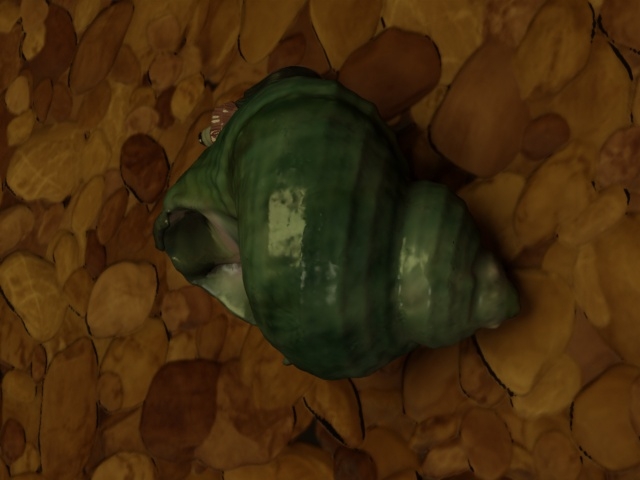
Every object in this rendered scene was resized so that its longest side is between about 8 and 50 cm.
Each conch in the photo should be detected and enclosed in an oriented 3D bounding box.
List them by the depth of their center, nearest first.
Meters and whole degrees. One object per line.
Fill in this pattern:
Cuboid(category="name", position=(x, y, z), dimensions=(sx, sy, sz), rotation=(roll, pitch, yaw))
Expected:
Cuboid(category="conch", position=(0.000, 0.000, 0.988), dimensions=(0.277, 0.195, 0.220), rotation=(14, 129, 23))

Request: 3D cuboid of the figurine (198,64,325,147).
Cuboid(category="figurine", position=(-0.041, -0.082, 1.119), dimensions=(0.129, 0.054, 0.072), rotation=(-23, 72, 40))
